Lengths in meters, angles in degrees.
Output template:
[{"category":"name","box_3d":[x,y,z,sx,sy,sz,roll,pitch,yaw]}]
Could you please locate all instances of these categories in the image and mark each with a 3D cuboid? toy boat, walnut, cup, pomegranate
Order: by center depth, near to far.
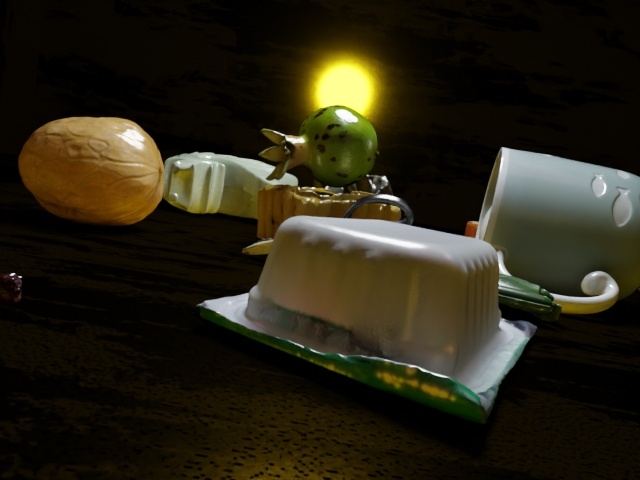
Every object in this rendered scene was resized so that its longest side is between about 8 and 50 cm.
[{"category":"toy boat","box_3d":[0.241,0.070,0.674,0.210,0.052,0.104,12,9,24]},{"category":"walnut","box_3d":[-0.378,-0.117,0.768,0.221,0.196,0.195,9,7,4]},{"category":"pomegranate","box_3d":[0.002,-0.155,0.821,0.220,0.156,0.156,-27,14,-7]},{"category":"cup","box_3d":[0.434,0.005,0.825,0.274,0.260,0.357,12,38,14]}]

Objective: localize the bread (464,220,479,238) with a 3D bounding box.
[{"category":"bread","box_3d":[0.535,0.022,1.219,0.295,0.114,0.327,13,8,35]}]

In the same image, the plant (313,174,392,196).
[{"category":"plant","box_3d":[0.097,-0.098,1.226,0.188,0.199,0.276,9,-1,25]}]

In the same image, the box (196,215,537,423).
[{"category":"box","box_3d":[0.075,0.039,0.467,0.264,0.106,0.336,14,9,29]}]

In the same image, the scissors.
[{"category":"scissors","box_3d":[0.000,0.000,0.669,0.299,0.109,0.022,-8,29,33]}]

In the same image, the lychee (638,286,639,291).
[{"category":"lychee","box_3d":[0.786,0.033,0.901,0.269,0.270,0.320,9,-24,-6]}]

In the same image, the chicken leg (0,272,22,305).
[{"category":"chicken leg","box_3d":[-0.328,0.019,0.318,0.204,0.053,0.093,14,-7,5]}]

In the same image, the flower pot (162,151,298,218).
[{"category":"flower pot","box_3d":[-0.237,-0.145,1.272,0.367,0.165,0.254,10,13,0]}]

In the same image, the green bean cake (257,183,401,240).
[{"category":"green bean cake","box_3d":[0.012,-0.033,0.860,0.229,0.131,0.224,2,8,-30]}]
